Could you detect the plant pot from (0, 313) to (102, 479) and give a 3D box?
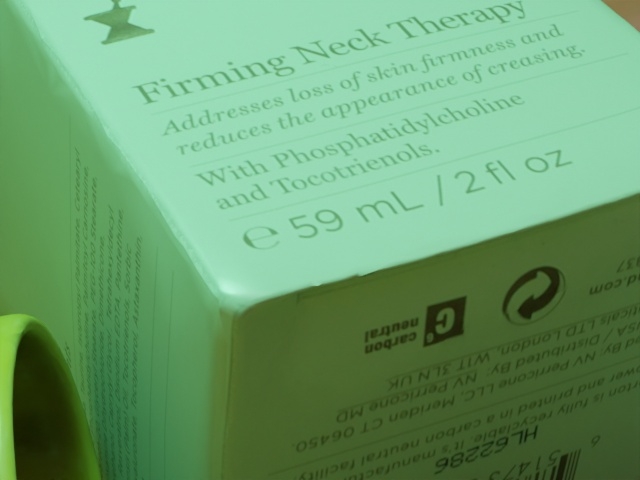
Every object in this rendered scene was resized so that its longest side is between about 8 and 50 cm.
[{"bbox_3d":[-0.245,0.185,0.861,0.239,0.254,0.254,-11,37,0],"label":"plant pot"}]

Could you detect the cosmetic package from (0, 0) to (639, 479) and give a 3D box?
[{"bbox_3d":[0.000,0.000,1.008,0.329,0.327,0.394,-16,44,-23],"label":"cosmetic package"}]

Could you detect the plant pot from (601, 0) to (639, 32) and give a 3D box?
[{"bbox_3d":[0.267,-0.134,1.402,0.243,0.275,0.275,-28,48,-29],"label":"plant pot"}]
